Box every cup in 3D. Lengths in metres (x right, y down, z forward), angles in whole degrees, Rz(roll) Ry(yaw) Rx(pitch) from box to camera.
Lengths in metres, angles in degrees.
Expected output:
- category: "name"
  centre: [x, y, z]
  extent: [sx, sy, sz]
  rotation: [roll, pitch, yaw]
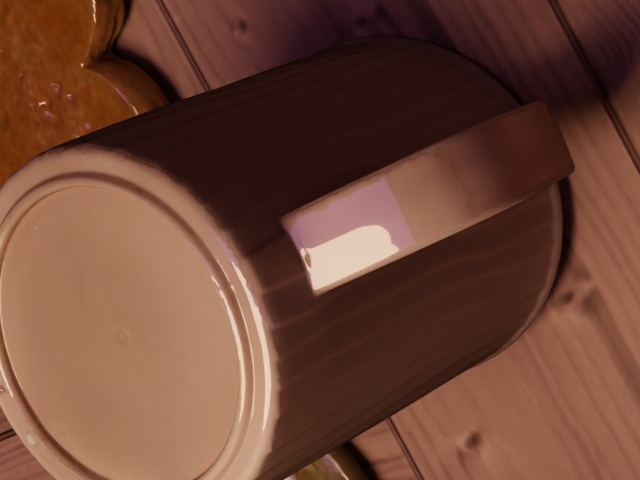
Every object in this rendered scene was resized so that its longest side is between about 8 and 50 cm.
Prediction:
- category: "cup"
  centre: [0.000, 0.018, 1.029]
  extent: [0.288, 0.273, 0.208]
  rotation: [9, 110, 34]

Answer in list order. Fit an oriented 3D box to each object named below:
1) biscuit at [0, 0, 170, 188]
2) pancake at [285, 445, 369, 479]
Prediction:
- category: "biscuit"
  centre: [-0.183, -0.097, 1.258]
  extent: [0.202, 0.044, 0.289]
  rotation: [-7, 106, 38]
- category: "pancake"
  centre: [-0.062, 0.215, 1.270]
  extent: [0.241, 0.050, 0.242]
  rotation: [-1, 88, 15]
